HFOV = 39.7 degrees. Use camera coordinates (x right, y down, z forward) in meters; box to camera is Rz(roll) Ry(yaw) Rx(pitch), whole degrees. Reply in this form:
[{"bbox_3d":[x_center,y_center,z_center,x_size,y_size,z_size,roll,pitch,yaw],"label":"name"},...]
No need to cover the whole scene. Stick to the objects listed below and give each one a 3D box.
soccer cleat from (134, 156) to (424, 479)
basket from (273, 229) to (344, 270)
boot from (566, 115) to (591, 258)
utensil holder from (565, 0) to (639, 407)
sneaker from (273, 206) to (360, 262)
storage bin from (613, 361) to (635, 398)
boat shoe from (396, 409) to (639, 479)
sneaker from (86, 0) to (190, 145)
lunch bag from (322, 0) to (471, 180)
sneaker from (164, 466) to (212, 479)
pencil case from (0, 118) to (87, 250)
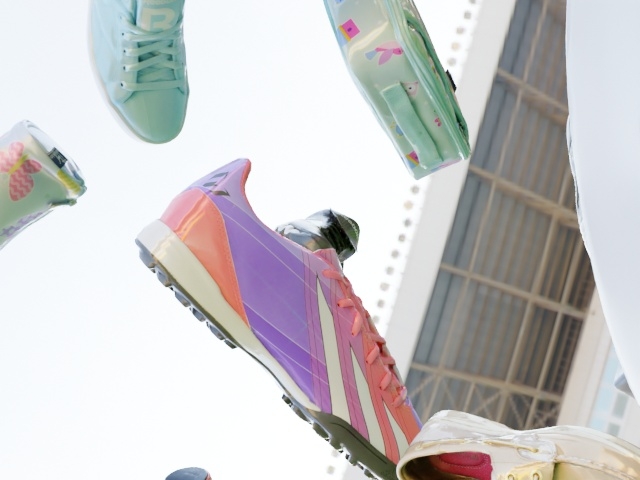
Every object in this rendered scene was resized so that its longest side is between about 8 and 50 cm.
[{"bbox_3d":[0.003,0.076,0.691,0.318,0.108,0.116,45,-98,-5],"label":"soccer cleat"},{"bbox_3d":[-0.106,0.057,1.510,0.227,0.204,0.154,-3,-117,-44],"label":"basket"},{"bbox_3d":[0.387,-0.065,1.040,0.077,0.165,0.213,91,175,-75],"label":"boot"},{"bbox_3d":[0.334,-0.066,0.389,0.327,0.386,0.327,-7,-90,-84],"label":"utensil holder"},{"bbox_3d":[0.000,0.000,1.023,0.106,0.234,0.078,-27,-87,-8],"label":"sneaker"},{"bbox_3d":[0.437,0.175,1.100,0.098,0.135,0.091,-58,-3,-37],"label":"storage bin"},{"bbox_3d":[0.118,0.143,0.517,0.059,0.170,0.063,-29,-72,-40],"label":"boat shoe"},{"bbox_3d":[-0.232,-0.288,1.139,0.135,0.150,0.365,-15,-66,-18],"label":"sneaker"},{"bbox_3d":[0.106,-0.219,1.150,0.279,0.108,0.224,49,-160,-49],"label":"lunch bag"},{"bbox_3d":[-0.271,0.526,1.476,0.314,0.116,0.136,-41,-60,-40],"label":"sneaker"},{"bbox_3d":[-0.437,-0.033,1.146,0.273,0.113,0.124,-39,-61,0],"label":"pencil case"}]
